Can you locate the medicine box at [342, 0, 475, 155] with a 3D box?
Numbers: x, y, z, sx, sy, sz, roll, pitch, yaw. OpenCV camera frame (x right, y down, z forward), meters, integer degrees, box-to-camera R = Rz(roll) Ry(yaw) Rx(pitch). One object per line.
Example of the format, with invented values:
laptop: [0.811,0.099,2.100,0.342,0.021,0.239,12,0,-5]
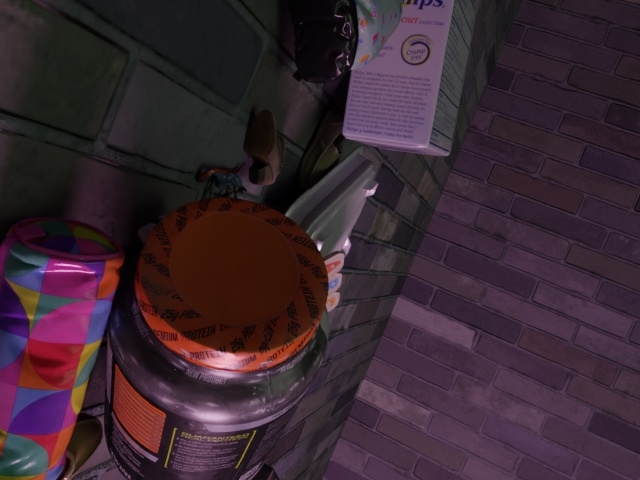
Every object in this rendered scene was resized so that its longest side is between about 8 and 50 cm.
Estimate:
medicine box: [0.163,-0.304,1.084,0.263,0.149,0.290,-12,112,-70]

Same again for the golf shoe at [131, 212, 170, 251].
golf shoe: [-0.178,0.030,0.722,0.085,0.068,0.186,-15,148,-21]

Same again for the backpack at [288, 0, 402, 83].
backpack: [0.036,-0.305,0.828,0.152,0.115,0.182,93,23,-44]

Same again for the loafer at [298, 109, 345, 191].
loafer: [0.007,-0.149,1.058,0.148,0.050,0.056,-68,164,4]

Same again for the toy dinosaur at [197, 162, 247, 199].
toy dinosaur: [-0.128,-0.079,0.787,0.082,0.047,0.090,63,18,-58]

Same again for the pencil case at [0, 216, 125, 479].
pencil case: [-0.242,0.099,0.525,0.236,0.104,0.104,-70,163,9]

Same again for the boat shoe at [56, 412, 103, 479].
boat shoe: [-0.268,0.222,0.611,0.190,0.072,0.068,-30,104,-70]

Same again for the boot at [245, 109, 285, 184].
boot: [-0.071,-0.132,0.866,0.087,0.042,0.119,-50,158,-61]

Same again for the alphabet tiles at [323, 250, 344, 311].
alphabet tiles: [-0.073,0.131,1.028,0.278,0.021,0.284,-29,148,-24]

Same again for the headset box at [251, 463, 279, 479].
headset box: [-0.185,0.593,1.348,0.218,0.110,0.293,-59,162,-26]

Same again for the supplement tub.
supplement tub: [-0.115,0.126,0.645,0.207,0.207,0.338,-52,171,-42]

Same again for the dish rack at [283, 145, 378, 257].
dish rack: [0.000,0.000,1.135,0.333,0.072,0.286,-47,163,-50]
